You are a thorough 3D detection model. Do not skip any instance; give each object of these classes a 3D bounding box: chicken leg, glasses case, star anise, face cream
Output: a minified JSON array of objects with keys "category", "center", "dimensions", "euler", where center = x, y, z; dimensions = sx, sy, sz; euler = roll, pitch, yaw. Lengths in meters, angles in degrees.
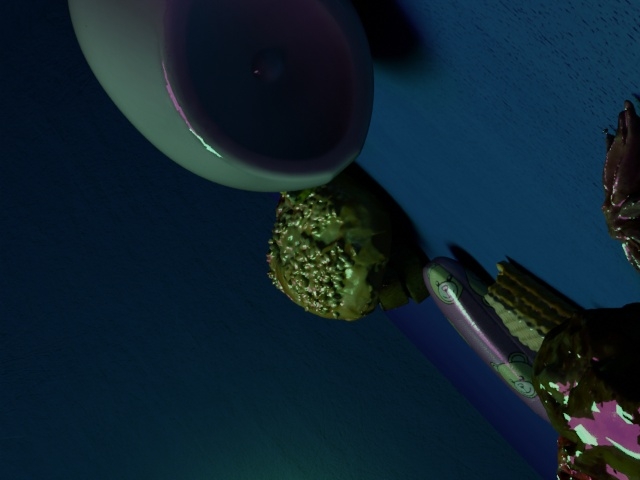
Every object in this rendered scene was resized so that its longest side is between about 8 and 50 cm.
[{"category":"chicken leg","center":[0.304,0.148,0.675],"dimensions":[0.361,0.140,0.211],"euler":[30,-174,39]},{"category":"glasses case","center":[0.260,0.145,1.356],"dimensions":[0.316,0.076,0.123],"euler":[47,175,-3]},{"category":"star anise","center":[0.206,-0.017,0.610],"dimensions":[0.129,0.056,0.124],"euler":[47,-157,-70]},{"category":"face cream","center":[-0.101,-0.190,0.912],"dimensions":[0.312,0.219,0.357],"euler":[49,176,-29]}]

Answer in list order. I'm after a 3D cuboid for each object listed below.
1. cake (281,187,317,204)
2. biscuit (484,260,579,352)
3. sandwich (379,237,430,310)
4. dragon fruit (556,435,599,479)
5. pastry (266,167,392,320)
[{"category":"cake","center":[-0.068,-0.167,1.296],"dimensions":[0.260,0.156,0.179],"euler":[48,-178,-34]},{"category":"biscuit","center":[0.302,0.135,1.016],"dimensions":[0.094,0.054,0.379],"euler":[51,174,-38]},{"category":"sandwich","center":[0.115,0.039,1.678],"dimensions":[0.160,0.109,0.185],"euler":[57,178,23]},{"category":"dragon fruit","center":[0.337,0.248,1.081],"dimensions":[0.133,0.150,0.207],"euler":[41,-176,-21]},{"category":"pastry","center":[0.000,0.000,1.569],"dimensions":[0.311,0.162,0.255],"euler":[-154,63,-73]}]
